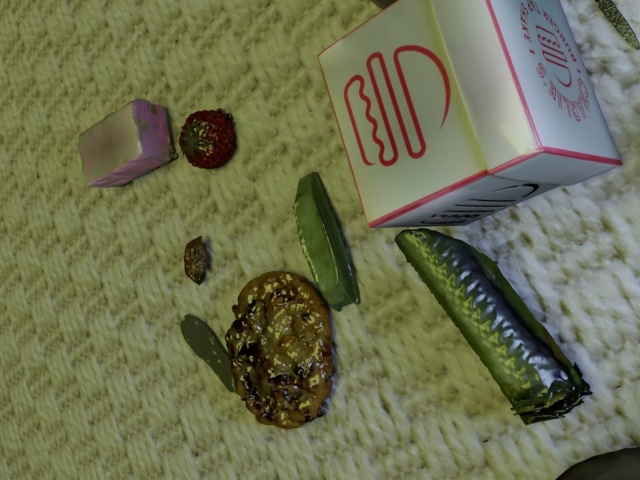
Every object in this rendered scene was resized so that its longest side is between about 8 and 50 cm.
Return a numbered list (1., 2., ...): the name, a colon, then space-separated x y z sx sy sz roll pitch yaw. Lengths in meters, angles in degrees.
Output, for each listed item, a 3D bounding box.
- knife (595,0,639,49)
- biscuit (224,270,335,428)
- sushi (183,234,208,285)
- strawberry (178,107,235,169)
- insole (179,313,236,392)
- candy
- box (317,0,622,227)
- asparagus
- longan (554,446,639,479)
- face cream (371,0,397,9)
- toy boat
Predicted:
1. knife: 0.449 -0.363 1.114 0.023 0.010 0.170 -38 69 32
2. biscuit: -0.098 0.233 1.516 0.289 0.081 0.334 -16 79 37
3. sushi: -0.289 0.045 1.683 0.060 0.061 0.118 10 117 30
4. strawberry: -0.263 -0.233 1.637 0.145 0.086 0.145 2 92 40
5. insole: -0.257 0.261 1.684 0.248 0.011 0.081 44 117 30
6. candy: -0.493 -0.238 1.804 0.265 0.116 0.155 -19 82 39
7. box: 0.226 -0.206 1.103 0.300 0.314 0.312 -24 76 39
8. asparagus: 0.272 0.120 1.147 0.128 0.108 0.382 -33 79 -11
9. longan: 0.419 0.494 0.902 0.404 0.404 0.436 13 97 38
10. face cream: 0.150 -0.509 1.245 0.153 0.177 0.177 -16 81 40
11. toy boat: 0.000 0.000 1.448 0.093 0.055 0.293 -26 75 33
